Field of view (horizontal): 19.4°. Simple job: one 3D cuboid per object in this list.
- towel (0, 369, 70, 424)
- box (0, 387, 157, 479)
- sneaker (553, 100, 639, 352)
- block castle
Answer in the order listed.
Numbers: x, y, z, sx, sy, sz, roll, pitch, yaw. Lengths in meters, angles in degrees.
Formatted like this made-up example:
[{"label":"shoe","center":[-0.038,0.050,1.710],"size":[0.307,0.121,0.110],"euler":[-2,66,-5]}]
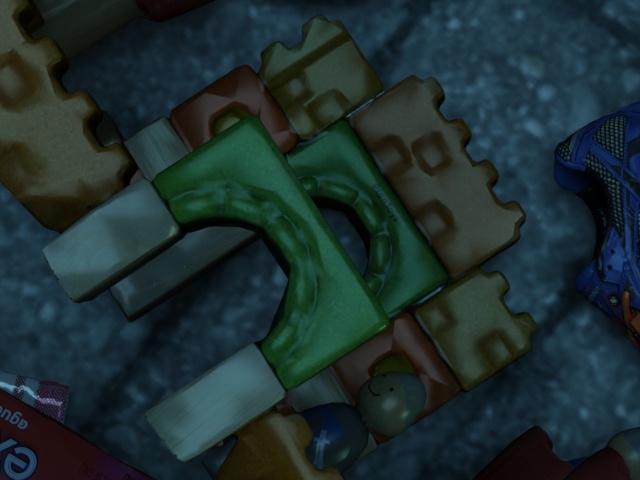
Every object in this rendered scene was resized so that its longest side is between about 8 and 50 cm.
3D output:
[{"label":"towel","center":[-0.241,0.129,0.997],"size":[0.197,0.029,0.144],"euler":[11,80,-13]},{"label":"box","center":[-0.172,0.134,0.891],"size":[0.257,0.128,0.122],"euler":[28,76,15]},{"label":"sneaker","center":[0.180,0.031,1.000],"size":[0.087,0.083,0.221],"euler":[-12,71,-7]},{"label":"block castle","center":[0.000,0.000,0.889],"size":[0.213,0.303,0.453],"euler":[-33,87,-3]}]
